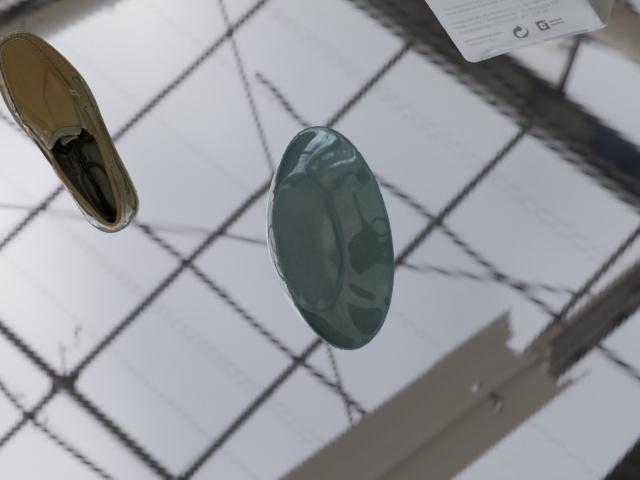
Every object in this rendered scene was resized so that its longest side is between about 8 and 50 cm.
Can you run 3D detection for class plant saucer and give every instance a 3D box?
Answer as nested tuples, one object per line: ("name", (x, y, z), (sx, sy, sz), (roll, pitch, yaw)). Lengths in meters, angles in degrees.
("plant saucer", (0.000, 0.000, 1.515), (0.037, 0.195, 0.195), (-9, -142, 31))

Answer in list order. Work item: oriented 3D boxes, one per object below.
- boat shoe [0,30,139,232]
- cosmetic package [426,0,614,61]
("boat shoe", (-0.210, -0.092, 1.467), (0.068, 0.072, 0.190), (-35, -87, 2))
("cosmetic package", (0.183, -0.290, 1.622), (0.151, 0.151, 0.183), (-11, -138, 36))
